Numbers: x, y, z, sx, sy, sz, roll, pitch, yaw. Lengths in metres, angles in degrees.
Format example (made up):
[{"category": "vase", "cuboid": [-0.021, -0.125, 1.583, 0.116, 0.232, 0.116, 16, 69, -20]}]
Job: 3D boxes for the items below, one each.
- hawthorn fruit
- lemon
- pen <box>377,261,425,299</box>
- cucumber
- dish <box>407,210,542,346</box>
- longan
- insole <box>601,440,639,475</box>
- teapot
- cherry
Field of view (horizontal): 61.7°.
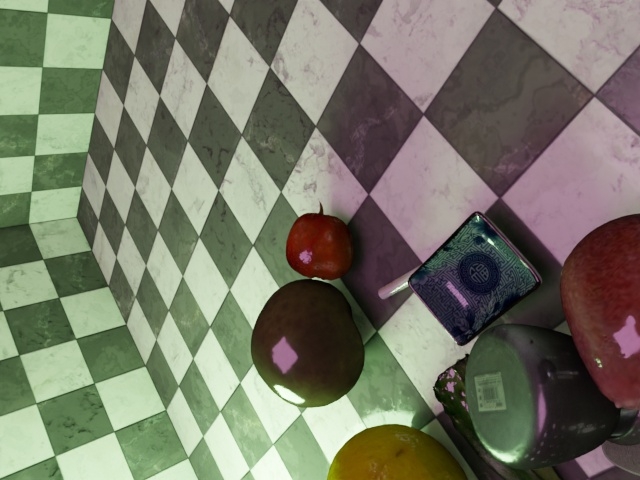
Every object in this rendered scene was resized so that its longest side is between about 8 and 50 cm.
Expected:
[{"category": "hawthorn fruit", "cuboid": [0.000, 0.000, 1.366, 0.179, 0.179, 0.201, 0, 79, 49]}, {"category": "lemon", "cuboid": [0.172, 0.580, 1.199, 0.347, 0.347, 0.349, 16, 112, 46]}, {"category": "pen", "cuboid": [0.220, 0.077, 1.225, 0.269, 0.033, 0.033, -39, 71, 47]}, {"category": "cucumber", "cuboid": [0.357, 0.409, 1.110, 0.325, 0.105, 0.145, 51, 133, 23]}, {"category": "dish", "cuboid": [0.313, 0.073, 1.076, 0.182, 0.080, 0.243, 52, 131, 17]}, {"category": "longan", "cuboid": [-0.031, 0.262, 1.372, 0.318, 0.318, 0.319, 16, 112, 46]}, {"category": "insole", "cuboid": [0.592, 0.370, 0.899, 0.231, 0.003, 0.080, -16, 88, 50]}, {"category": "teapot", "cuboid": [0.404, 0.279, 0.905, 0.224, 0.284, 0.306, -104, 22, -48]}, {"category": "cherry", "cuboid": [0.472, 0.095, 0.755, 0.261, 0.308, 0.221, 28, 155, 17]}]
